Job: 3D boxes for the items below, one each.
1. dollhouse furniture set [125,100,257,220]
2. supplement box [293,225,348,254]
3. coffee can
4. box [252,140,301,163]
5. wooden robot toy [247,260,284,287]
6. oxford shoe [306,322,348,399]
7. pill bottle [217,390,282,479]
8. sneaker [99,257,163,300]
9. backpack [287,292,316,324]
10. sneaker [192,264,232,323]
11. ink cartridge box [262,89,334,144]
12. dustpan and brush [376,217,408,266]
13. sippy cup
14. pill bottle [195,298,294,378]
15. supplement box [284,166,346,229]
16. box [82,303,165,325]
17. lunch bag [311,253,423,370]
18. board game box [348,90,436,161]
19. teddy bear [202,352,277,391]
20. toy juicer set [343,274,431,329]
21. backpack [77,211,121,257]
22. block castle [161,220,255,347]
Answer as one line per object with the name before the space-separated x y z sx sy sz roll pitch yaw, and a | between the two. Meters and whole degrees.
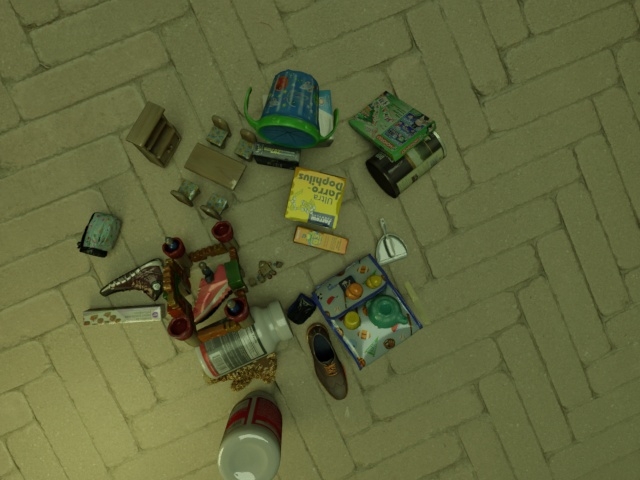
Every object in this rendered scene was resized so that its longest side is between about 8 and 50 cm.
dollhouse furniture set | -0.498 -0.338 1.624 0.394 0.256 0.362 25 80 2
supplement box | 0.000 0.000 1.802 0.233 0.080 0.078 14 90 -3
coffee can | 0.358 -0.341 1.744 0.275 0.201 0.201 -39 95 -1
box | -0.175 -0.341 1.690 0.183 0.233 0.059 10 91 -5
wooden robot toy | -0.247 0.128 1.811 0.173 0.076 0.079 -39 60 -1
oxford shoe | 0.029 0.548 1.810 0.130 0.133 0.363 -24 95 -3
pill bottle | -0.268 0.773 1.666 0.229 0.407 0.229 0 94 -3
sneaker | -0.772 0.205 1.749 0.281 0.106 0.162 -29 98 -2
backpack | -0.083 0.302 1.803 0.098 0.101 0.120 37 96 -3
sneaker | -0.483 0.234 1.781 0.136 0.116 0.314 43 83 5
ink cartridge box | -0.093 -0.487 1.704 0.270 0.197 0.198 -4 94 -4
dustpan and brush | 0.298 0.000 1.830 0.147 0.060 0.211 -20 95 -3
sippy cup | -0.102 -0.480 1.504 0.305 0.240 0.224 16 82 -47
pill bottle | -0.305 0.390 1.677 0.363 0.210 0.210 -23 95 -6
supplement box | -0.029 -0.162 1.650 0.194 0.356 0.195 12 93 -5
box | -0.837 0.317 1.770 0.324 0.067 0.063 -3 94 -3
lunch bag | 0.188 0.294 1.764 0.328 0.239 0.385 -33 79 -1
board game box | 0.288 -0.478 1.706 0.213 0.046 0.317 -39 52 0
teddy bear | -0.354 0.537 1.804 0.338 0.113 0.245 -18 77 -2
toy juicer set | 0.250 0.239 1.620 0.329 0.089 0.209 -2 67 2
backpack | -0.908 -0.024 1.715 0.115 0.152 0.182 17 80 -10
block castle | -0.448 0.154 1.606 0.303 0.213 0.453 -18 55 -2
